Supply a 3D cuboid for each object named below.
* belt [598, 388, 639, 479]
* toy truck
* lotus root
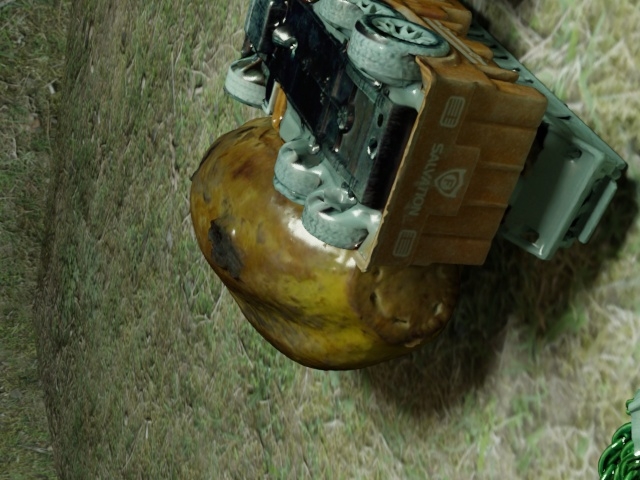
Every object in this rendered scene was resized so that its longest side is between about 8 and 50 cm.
[{"bbox_3d":[0.204,0.128,0.476,0.151,0.079,0.121,30,106,51],"label":"belt"},{"bbox_3d":[0.053,-0.112,0.700,0.338,0.184,0.133,-119,41,-53],"label":"toy truck"},{"bbox_3d":[-0.001,-0.009,0.795,0.291,0.193,0.193,-134,50,-58],"label":"lotus root"}]
